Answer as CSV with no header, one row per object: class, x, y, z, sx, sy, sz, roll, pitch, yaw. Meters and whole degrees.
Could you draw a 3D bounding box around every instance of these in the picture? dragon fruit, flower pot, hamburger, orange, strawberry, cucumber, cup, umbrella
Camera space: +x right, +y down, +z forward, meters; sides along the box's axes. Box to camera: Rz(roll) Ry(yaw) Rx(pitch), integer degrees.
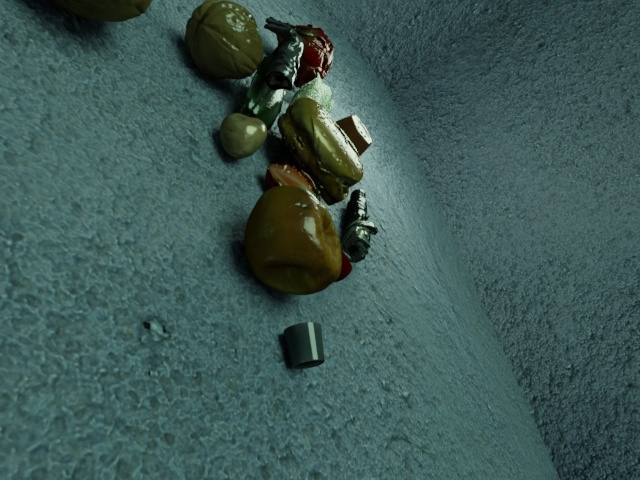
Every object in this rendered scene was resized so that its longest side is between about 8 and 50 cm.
dragon fruit,-0.074,-0.709,1.753,0.293,0.233,0.234,14,50,-51
flower pot,0.085,-0.362,1.704,0.191,0.173,0.191,46,26,-30
hamburger,0.000,-0.264,1.388,0.304,0.174,0.284,45,19,-28
orange,-0.064,-0.003,1.002,0.249,0.183,0.249,-15,90,-78
strawberry,-0.081,-0.130,1.231,0.187,0.082,0.147,37,34,-29
cucumber,-0.159,-0.403,1.326,0.105,0.145,0.326,21,38,-8
cup,-0.030,0.220,0.952,0.100,0.078,0.077,80,-2,-64
umbrella,0.129,-0.061,1.519,0.106,0.113,0.358,28,32,-12

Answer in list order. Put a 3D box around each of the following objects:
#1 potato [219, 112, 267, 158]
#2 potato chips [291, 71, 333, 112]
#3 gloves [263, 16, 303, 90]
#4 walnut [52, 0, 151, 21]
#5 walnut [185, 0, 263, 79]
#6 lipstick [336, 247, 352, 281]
potato,-0.192,-0.258,1.137,0.112,0.112,0.147,53,22,-14
potato chips,-0.025,-0.542,1.726,0.059,0.167,0.228,25,1,31
gloves,-0.106,-0.514,1.287,0.119,0.142,0.286,8,57,-24
walnut,-0.422,-0.555,0.841,0.252,0.277,0.313,-40,105,-34
walnut,-0.249,-0.522,1.228,0.213,0.213,0.213,44,29,-31
lipstick,0.000,0.000,1.189,0.241,0.080,0.080,60,21,-29
